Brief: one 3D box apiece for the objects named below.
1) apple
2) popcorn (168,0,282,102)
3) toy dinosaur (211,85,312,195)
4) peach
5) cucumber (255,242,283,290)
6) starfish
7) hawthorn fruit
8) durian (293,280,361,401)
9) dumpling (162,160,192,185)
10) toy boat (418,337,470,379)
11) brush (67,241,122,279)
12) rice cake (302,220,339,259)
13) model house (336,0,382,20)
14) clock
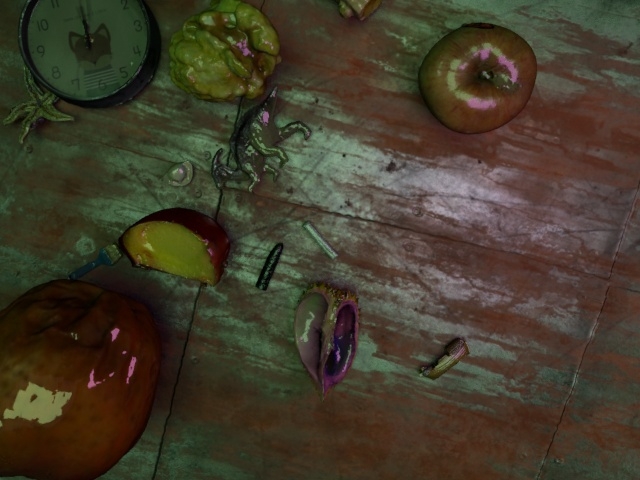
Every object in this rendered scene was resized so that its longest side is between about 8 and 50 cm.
[{"bbox_3d":[0.350,-0.362,1.185,0.261,0.194,0.260,0,99,1],"label":"apple"},{"bbox_3d":[-0.213,-0.415,1.188,0.235,0.241,0.250,45,100,-6],"label":"popcorn"},{"bbox_3d":[-0.153,-0.225,1.287,0.162,0.077,0.294,38,98,-2],"label":"toy dinosaur"},{"bbox_3d":[-0.349,-0.003,1.289,0.268,0.154,0.158,11,107,11],"label":"peach"},{"bbox_3d":[-0.128,0.064,1.347,0.032,0.032,0.133,24,99,0],"label":"cucumber"},{"bbox_3d":[-0.691,-0.333,1.310,0.176,0.053,0.208,30,92,8],"label":"starfish"},{"bbox_3d":[-0.584,0.306,1.201,0.473,0.472,0.470,0,97,3],"label":"hawthorn fruit"},{"bbox_3d":[0.007,0.225,1.317,0.187,0.154,0.260,26,105,22],"label":"durian"},{"bbox_3d":[-0.355,-0.165,1.325,0.077,0.043,0.059,-40,111,-8],"label":"dumpling"},{"bbox_3d":[0.318,0.308,1.349,0.149,0.047,0.049,-39,80,4],"label":"toy boat"},{"bbox_3d":[-0.596,0.062,1.380,0.164,0.014,0.051,-28,94,7],"label":"brush"},{"bbox_3d":[0.000,0.000,1.337,0.022,0.021,0.121,-42,96,2],"label":"rice cake"},{"bbox_3d":[0.087,-0.635,1.172,0.193,0.175,0.234,42,94,-3],"label":"model house"},{"bbox_3d":[-0.556,-0.484,1.263,0.326,0.067,0.324,0,93,-1],"label":"clock"}]
